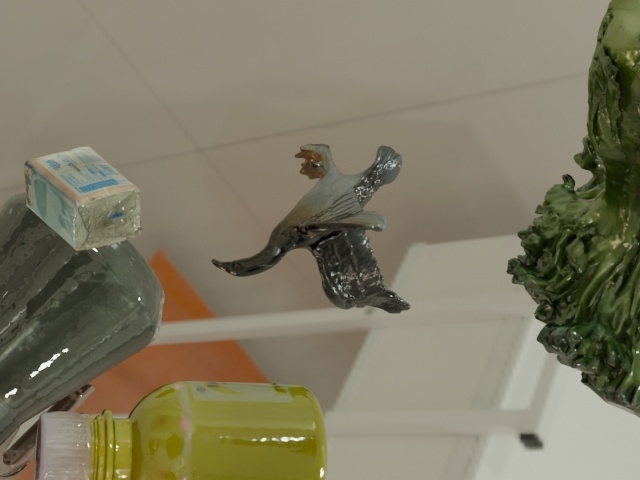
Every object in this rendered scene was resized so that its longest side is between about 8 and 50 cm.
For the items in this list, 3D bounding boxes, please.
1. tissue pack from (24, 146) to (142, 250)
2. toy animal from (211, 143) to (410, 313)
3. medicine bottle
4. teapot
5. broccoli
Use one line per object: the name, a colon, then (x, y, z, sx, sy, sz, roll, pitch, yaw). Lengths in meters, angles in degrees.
tissue pack: (-0.209, -0.037, 1.114, 0.074, 0.094, 0.058, -15, 127, -35)
toy animal: (-0.004, -0.013, 1.245, 0.272, 0.197, 0.160, 65, 27, -57)
medicine bottle: (-0.111, 0.169, 0.977, 0.213, 0.122, 0.121, 4, 79, -16)
teapot: (-0.376, 0.137, 1.552, 0.344, 0.253, 0.300, -46, 142, -21)
broccoli: (0.215, -0.004, 0.687, 0.177, 0.199, 0.274, -55, 166, -24)
